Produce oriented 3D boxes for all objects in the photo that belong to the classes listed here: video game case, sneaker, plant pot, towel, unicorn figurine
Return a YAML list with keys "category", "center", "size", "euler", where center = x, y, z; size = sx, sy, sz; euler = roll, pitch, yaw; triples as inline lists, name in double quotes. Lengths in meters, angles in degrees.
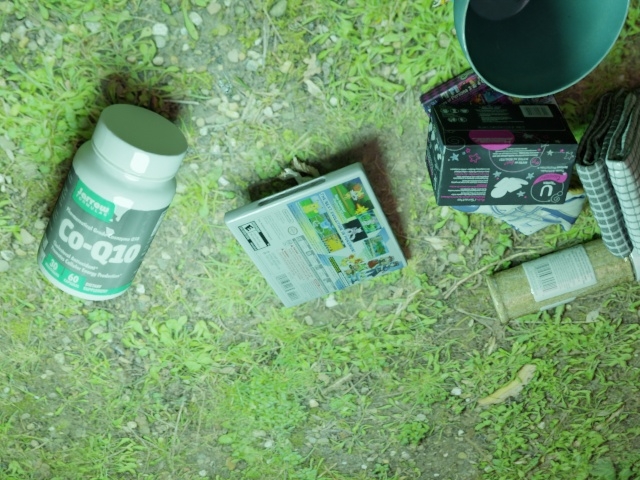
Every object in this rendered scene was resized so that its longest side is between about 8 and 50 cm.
- category: "video game case"
  center: [0.346, -0.255, 1.576]
  size: [0.232, 0.041, 0.210]
  euler: [-29, 121, 16]
- category: "sneaker"
  center: [0.411, -0.064, 1.668]
  size: [0.297, 0.111, 0.130]
  euler: [0, 124, -2]
- category: "plant pot"
  center: [0.349, -0.418, 1.364]
  size: [0.290, 0.195, 0.290]
  euler: [-7, 124, -10]
- category: "towel"
  center: [0.594, -0.137, 1.542]
  size: [0.121, 0.283, 0.235]
  euler: [-9, 124, 37]
- category: "video game case"
  center: [0.000, 0.000, 1.688]
  size: [0.300, 0.036, 0.329]
  euler: [-20, 137, 10]
- category: "unicorn figurine"
  center: [-0.049, -0.085, 1.657]
  size: [0.111, 0.060, 0.161]
  euler: [18, 120, -17]

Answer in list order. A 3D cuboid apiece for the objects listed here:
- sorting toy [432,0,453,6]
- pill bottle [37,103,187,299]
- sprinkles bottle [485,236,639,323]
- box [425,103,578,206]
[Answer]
- category: "sorting toy"
  center: [0.243, -0.469, 1.435]
  size: [0.075, 0.045, 0.083]
  euler: [-19, 125, -14]
- category: "pill bottle"
  center: [-0.409, -0.074, 1.561]
  size: [0.204, 0.204, 0.361]
  euler: [22, 120, -17]
- category: "sprinkles bottle"
  center: [0.554, 0.076, 1.763]
  size: [0.356, 0.121, 0.121]
  euler: [-20, 123, 10]
- category: "box"
  center: [0.337, -0.164, 1.513]
  size: [0.248, 0.163, 0.142]
  euler: [0, 128, -3]
